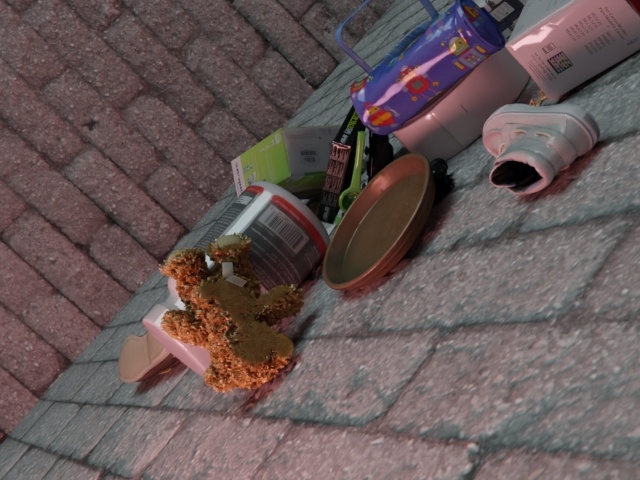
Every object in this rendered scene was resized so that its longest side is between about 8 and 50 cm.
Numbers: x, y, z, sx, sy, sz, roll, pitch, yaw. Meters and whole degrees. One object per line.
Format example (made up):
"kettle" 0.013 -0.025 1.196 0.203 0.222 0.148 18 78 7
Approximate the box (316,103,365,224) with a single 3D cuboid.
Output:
"box" 0.046 -0.158 1.983 0.184 0.045 0.190 -62 -12 -52

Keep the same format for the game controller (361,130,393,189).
"game controller" 0.115 -0.192 2.012 0.067 0.166 0.319 -7 21 6

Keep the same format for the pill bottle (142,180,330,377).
"pill bottle" -0.166 0.075 1.909 0.363 0.210 0.210 -49 14 -17

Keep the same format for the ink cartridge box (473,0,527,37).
"ink cartridge box" 0.441 -0.550 2.183 0.237 0.100 0.172 -31 19 44

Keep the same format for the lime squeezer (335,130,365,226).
"lime squeezer" 0.067 -0.081 1.895 0.310 0.059 0.109 98 -169 -61

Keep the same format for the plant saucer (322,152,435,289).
"plant saucer" 0.104 -0.027 1.669 0.278 0.041 0.277 -47 20 24

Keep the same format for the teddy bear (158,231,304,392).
"teddy bear" -0.159 0.124 1.709 0.245 0.338 0.113 -29 -34 -29

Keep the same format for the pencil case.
"pencil case" 0.188 -0.313 1.761 0.306 0.119 0.133 -35 15 37

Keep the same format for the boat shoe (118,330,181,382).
"boat shoe" -0.382 0.260 2.269 0.324 0.097 0.116 -34 57 52

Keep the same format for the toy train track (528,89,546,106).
"toy train track" 0.380 -0.248 1.643 0.083 0.014 0.048 -32 18 43

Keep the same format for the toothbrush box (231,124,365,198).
"toothbrush box" -0.059 -0.179 2.339 0.206 0.122 0.283 -7 -7 -31

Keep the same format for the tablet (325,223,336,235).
"tablet" 0.000 0.000 2.079 0.054 0.006 0.083 -28 22 51

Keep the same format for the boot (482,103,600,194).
"boot" 0.279 -0.129 1.403 0.123 0.095 0.258 -42 13 -14

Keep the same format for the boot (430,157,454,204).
"boot" 0.182 -0.087 1.709 0.121 0.045 0.099 -42 19 23

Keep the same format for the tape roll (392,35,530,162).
"tape roll" 0.268 -0.275 1.886 0.286 0.100 0.286 -42 14 12

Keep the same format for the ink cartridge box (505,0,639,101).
"ink cartridge box" 0.473 -0.407 1.582 0.272 0.130 0.309 -30 20 41

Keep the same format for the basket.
"basket" 0.194 -0.431 2.159 0.254 0.289 0.201 -52 15 -22
